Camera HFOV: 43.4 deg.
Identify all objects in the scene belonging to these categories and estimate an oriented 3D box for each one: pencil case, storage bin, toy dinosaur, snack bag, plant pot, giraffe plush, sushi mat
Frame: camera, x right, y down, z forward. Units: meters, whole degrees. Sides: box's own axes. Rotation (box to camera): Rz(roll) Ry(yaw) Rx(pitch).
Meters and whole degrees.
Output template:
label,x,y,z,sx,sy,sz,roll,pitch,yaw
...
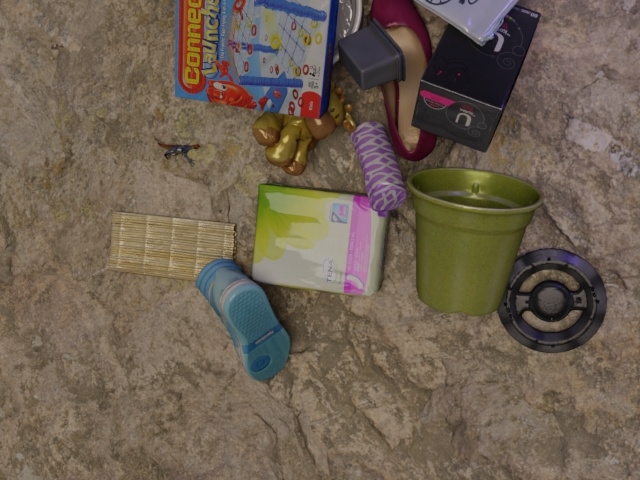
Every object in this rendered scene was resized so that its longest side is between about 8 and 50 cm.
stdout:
label,x,y,z,sx,sy,sz,roll,pitch,yaw
pencil case,0.119,-0.157,1.702,0.086,0.206,0.088,7,141,-27
storage bin,0.098,-0.360,1.605,0.091,0.098,0.135,-24,57,-10
toy dinosaur,-0.325,-0.214,1.863,0.082,0.047,0.090,-31,80,-3
snack bag,0.281,-0.577,1.585,0.342,0.037,0.323,37,77,15
plant pot,0.301,0.007,1.664,0.276,0.276,0.254,9,112,11
giraffe plush,-0.020,-0.257,1.709,0.170,0.181,0.210,-6,67,33
sushi mat,-0.353,0.018,1.914,0.316,0.019,0.151,6,99,12

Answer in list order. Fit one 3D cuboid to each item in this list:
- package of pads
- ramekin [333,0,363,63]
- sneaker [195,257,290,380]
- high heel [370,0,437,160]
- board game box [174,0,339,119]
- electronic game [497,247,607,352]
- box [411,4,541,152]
label,x,y,z,sx,sy,sz,roll,pitch,yaw
package of pads,0.000,0.000,1.792,0.296,0.101,0.229,8,99,12
ramekin,-0.038,-0.484,1.710,0.277,0.135,0.277,2,98,13
sneaker,-0.181,0.166,1.845,0.127,0.208,0.319,-29,134,-18
high heel,0.173,-0.352,1.658,0.127,0.181,0.377,-16,95,14
board game box,-0.124,-0.411,1.555,0.302,0.086,0.308,10,116,9
electronic game,0.495,0.130,1.729,0.229,0.048,0.229,2,99,14
box,0.305,-0.337,1.583,0.165,0.143,0.270,21,62,9
